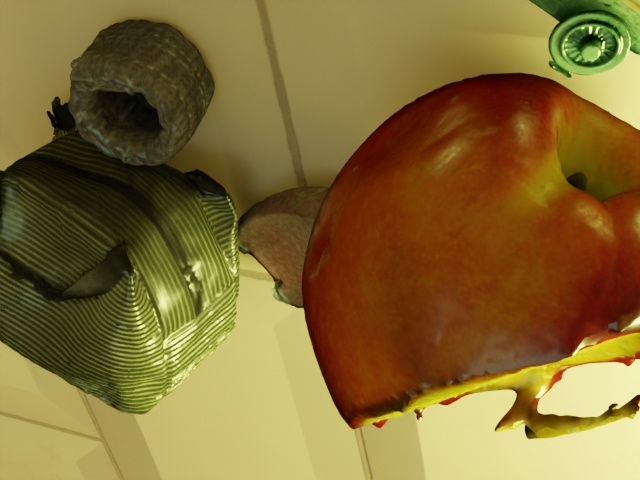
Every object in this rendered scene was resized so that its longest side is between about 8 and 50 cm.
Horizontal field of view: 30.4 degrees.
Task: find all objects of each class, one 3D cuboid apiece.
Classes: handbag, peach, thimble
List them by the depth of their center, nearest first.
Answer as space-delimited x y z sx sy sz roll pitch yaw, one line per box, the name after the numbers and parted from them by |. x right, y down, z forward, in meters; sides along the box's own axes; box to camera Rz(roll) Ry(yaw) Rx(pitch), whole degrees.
0.162 0.015 1.079 0.335 0.310 0.406 1 161 -24 | peach
-0.196 -0.159 1.279 0.150 0.098 0.150 17 140 15 | thimble
-0.263 0.009 1.382 0.341 0.247 0.240 29 141 17 | handbag

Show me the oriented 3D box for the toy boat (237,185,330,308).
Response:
0.000 0.000 1.360 0.227 0.085 0.155 -14 116 54 | toy boat

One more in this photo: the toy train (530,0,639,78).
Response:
0.188 -0.249 0.910 0.285 0.116 0.177 30 138 -21 | toy train
